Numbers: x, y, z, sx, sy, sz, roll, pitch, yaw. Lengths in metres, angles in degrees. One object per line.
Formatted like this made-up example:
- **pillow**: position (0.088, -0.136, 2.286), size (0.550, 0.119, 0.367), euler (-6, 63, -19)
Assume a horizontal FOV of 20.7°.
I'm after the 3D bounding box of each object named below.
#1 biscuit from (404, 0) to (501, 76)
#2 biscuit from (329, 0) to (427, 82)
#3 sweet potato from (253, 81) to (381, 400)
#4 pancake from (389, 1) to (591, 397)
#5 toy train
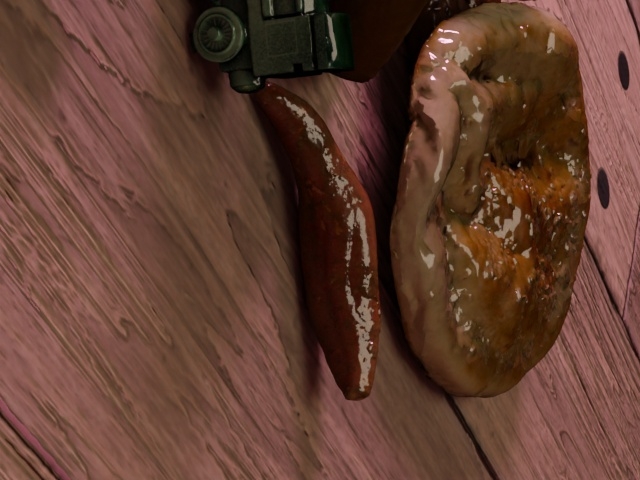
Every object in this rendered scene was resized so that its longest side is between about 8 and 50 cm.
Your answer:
- **biscuit**: position (0.129, -0.182, 1.630), size (0.192, 0.049, 0.192), euler (15, 72, -57)
- **biscuit**: position (0.081, -0.307, 1.348), size (0.350, 0.070, 0.394), euler (141, -29, -72)
- **sweet potato**: position (0.007, -0.006, 1.339), size (0.078, 0.058, 0.255), euler (-21, 101, -42)
- **pancake**: position (0.165, -0.035, 1.593), size (0.387, 0.082, 0.386), euler (-16, 109, -59)
- **toy train**: position (-0.036, -0.190, 1.227), size (0.071, 0.111, 0.170), euler (-6, 92, -67)
